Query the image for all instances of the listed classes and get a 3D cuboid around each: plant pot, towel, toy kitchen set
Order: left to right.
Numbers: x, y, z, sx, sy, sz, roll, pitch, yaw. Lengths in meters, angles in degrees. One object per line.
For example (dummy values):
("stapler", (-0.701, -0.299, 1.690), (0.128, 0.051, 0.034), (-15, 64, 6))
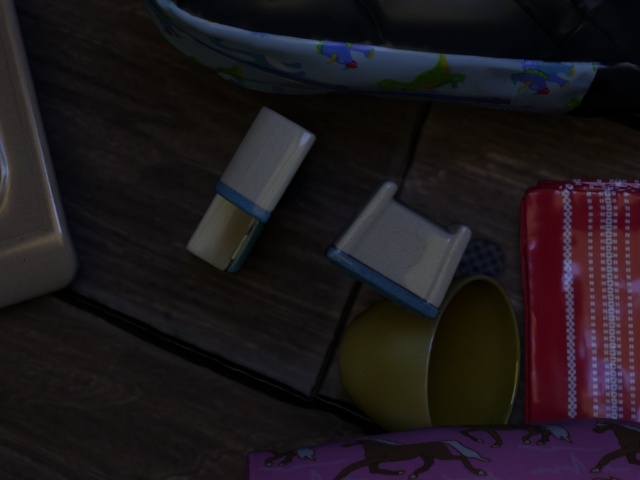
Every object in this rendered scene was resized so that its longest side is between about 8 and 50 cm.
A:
("toy kitchen set", (0.000, 0.000, 0.930), (0.166, 0.207, 0.122), (31, 93, -4))
("plant pot", (0.071, 0.088, 0.938), (0.095, 0.134, 0.134), (4, 86, 36))
("towel", (0.280, 0.054, 0.931), (0.275, 0.031, 0.198), (0, 86, 13))

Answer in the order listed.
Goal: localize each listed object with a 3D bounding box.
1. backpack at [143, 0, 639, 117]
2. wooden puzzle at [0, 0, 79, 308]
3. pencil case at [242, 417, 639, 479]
("backpack", (0.038, -0.219, 0.913), (0.356, 0.273, 0.290), (-2, 86, -13))
("wooden puzzle", (-0.375, -0.090, 1.080), (0.322, 0.080, 0.347), (-17, 86, 12))
("pencil case", (0.134, 0.205, 0.830), (0.386, 0.160, 0.167), (-4, 120, -9))
